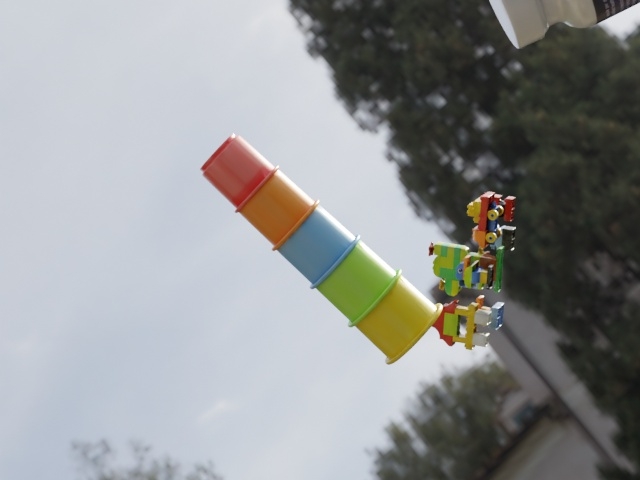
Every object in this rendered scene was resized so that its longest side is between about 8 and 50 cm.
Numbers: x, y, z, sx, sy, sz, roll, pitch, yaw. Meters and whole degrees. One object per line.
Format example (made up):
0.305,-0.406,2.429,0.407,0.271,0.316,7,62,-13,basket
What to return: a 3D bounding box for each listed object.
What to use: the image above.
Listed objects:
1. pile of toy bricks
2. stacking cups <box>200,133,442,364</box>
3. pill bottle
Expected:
0.194,0.030,2.213,0.118,0.105,0.212,-31,-53,-64,pile of toy bricks
0.000,0.000,1.880,0.096,0.316,0.096,-45,4,4,stacking cups
0.299,-0.315,1.719,0.264,0.153,0.153,-27,-30,3,pill bottle
